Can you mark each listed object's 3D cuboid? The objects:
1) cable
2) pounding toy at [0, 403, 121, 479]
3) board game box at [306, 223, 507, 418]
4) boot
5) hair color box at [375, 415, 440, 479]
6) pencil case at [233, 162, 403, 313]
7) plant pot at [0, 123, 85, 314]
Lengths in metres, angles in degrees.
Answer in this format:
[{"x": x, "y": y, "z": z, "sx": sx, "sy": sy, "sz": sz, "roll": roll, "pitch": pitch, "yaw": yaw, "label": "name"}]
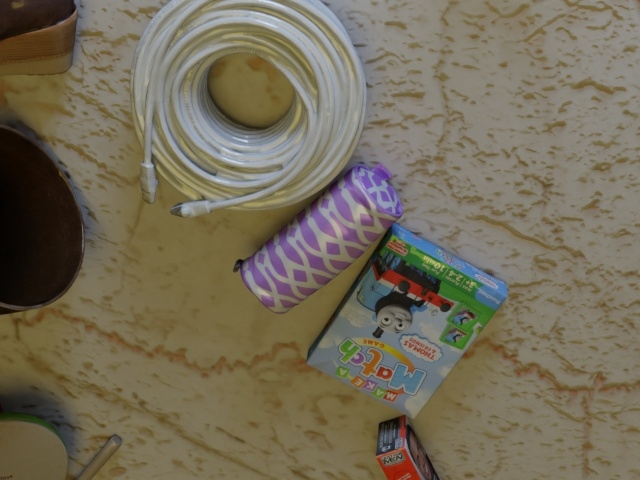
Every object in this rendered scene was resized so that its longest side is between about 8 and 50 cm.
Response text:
[{"x": -0.077, "y": -0.155, "z": 1.016, "sx": 0.257, "sy": 0.089, "sz": 0.257, "roll": -1, "pitch": 115, "yaw": 6, "label": "cable"}, {"x": -0.420, "y": 0.289, "z": 1.278, "sx": 0.237, "sy": 0.110, "sz": 0.183, "roll": 20, "pitch": 108, "yaw": -36, "label": "pounding toy"}, {"x": 0.102, "y": 0.102, "z": 1.148, "sx": 0.160, "sy": 0.039, "sz": 0.211, "roll": 28, "pitch": 116, "yaw": -8, "label": "board game box"}, {"x": -0.382, "y": -0.261, "z": 0.969, "sx": 0.248, "sy": 0.090, "sz": 0.207, "roll": -8, "pitch": 133, "yaw": -11, "label": "boot"}, {"x": 0.120, "y": 0.307, "z": 1.228, "sx": 0.043, "sy": 0.072, "sz": 0.141, "roll": -21, "pitch": 112, "yaw": 16, "label": "hair color box"}, {"x": 0.000, "y": 0.000, "z": 1.082, "sx": 0.206, "sy": 0.088, "sz": 0.086, "roll": -38, "pitch": 99, "yaw": 22, "label": "pencil case"}, {"x": -0.432, "y": 0.004, "z": 1.085, "sx": 0.230, "sy": 0.215, "sz": 0.215, "roll": -19, "pitch": 113, "yaw": 31, "label": "plant pot"}]
